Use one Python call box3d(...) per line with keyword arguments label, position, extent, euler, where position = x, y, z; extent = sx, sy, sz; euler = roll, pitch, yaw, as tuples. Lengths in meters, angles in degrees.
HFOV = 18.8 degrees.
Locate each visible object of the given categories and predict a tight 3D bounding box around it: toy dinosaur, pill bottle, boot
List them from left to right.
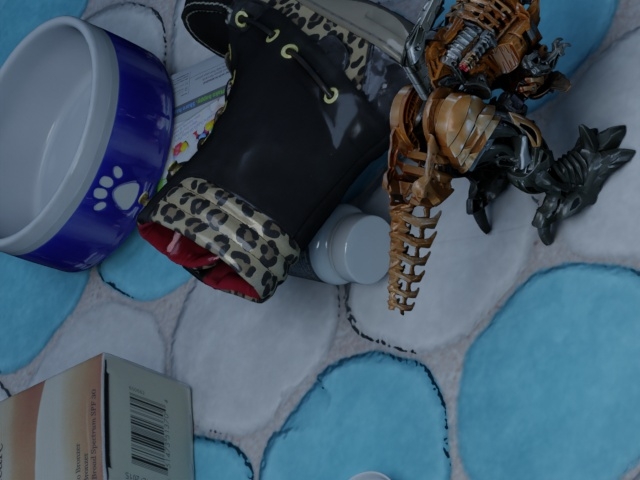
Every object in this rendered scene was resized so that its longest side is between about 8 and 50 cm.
box3d(label="boot", position=(-0.072, -0.108, 1.819), extent=(0.377, 0.138, 0.284), euler=(25, 73, 46))
box3d(label="pill bottle", position=(0.000, 0.000, 1.819), extent=(0.137, 0.078, 0.078), euler=(12, 78, 46))
box3d(label="toy dinosaur", position=(0.124, -0.100, 1.649), extent=(0.322, 0.218, 0.164), euler=(-53, 44, 9))

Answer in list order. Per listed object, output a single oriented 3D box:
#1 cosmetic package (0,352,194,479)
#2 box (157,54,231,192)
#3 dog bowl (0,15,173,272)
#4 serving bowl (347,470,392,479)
box3d(label="cosmetic package", position=(-0.274, 0.239, 1.920), extent=(0.296, 0.129, 0.153), euler=(-27, 54, 32))
box3d(label="box", position=(-0.106, -0.106, 2.005), extent=(0.145, 0.038, 0.186), euler=(-20, 58, 37))
box3d(label="dog bowl", position=(-0.275, -0.103, 2.088), extent=(0.265, 0.104, 0.265), euler=(-29, 51, 43))
box3d(label="serving bowl", position=(0.045, 0.245, 1.686), extent=(0.083, 0.027, 0.083), euler=(-21, 57, 35))
